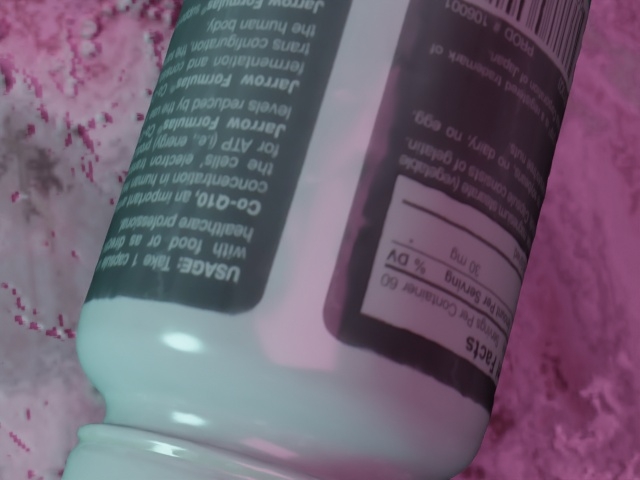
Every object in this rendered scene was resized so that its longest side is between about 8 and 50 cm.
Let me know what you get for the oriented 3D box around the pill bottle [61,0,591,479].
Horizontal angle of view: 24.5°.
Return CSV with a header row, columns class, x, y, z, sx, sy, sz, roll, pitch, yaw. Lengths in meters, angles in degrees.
class,x,y,z,sx,sy,sz,roll,pitch,yaw
pill bottle,0.000,0.000,0.725,0.204,0.204,0.361,19,75,-7
